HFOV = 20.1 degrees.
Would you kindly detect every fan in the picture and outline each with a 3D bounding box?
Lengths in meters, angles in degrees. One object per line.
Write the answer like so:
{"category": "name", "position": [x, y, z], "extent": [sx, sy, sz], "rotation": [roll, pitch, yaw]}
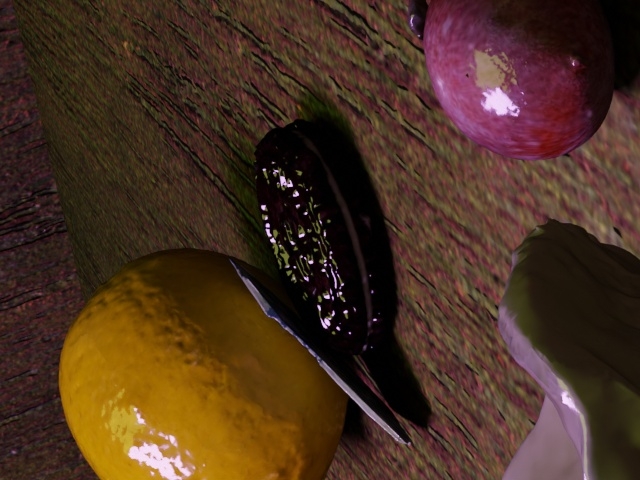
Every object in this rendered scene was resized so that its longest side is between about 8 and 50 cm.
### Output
{"category": "fan", "position": [0.004, 0.091, 1.410], "extent": [0.240, 0.009, 0.131], "rotation": [44, -175, 38]}

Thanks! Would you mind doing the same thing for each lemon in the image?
{"category": "lemon", "position": [-0.103, 0.129, 1.550], "extent": [0.288, 0.233, 0.233], "rotation": [47, 154, 29]}

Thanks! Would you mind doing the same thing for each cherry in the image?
{"category": "cherry", "position": [0.089, -0.097, 0.904], "extent": [0.107, 0.090, 0.225], "rotation": [60, 178, -14]}

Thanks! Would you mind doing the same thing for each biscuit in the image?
{"category": "biscuit", "position": [0.000, 0.000, 1.380], "extent": [0.194, 0.053, 0.195], "rotation": [161, 90, -75]}

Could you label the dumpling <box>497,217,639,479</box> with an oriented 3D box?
{"category": "dumpling", "position": [0.177, 0.153, 0.754], "extent": [0.395, 0.233, 0.315], "rotation": [63, -160, -18]}
